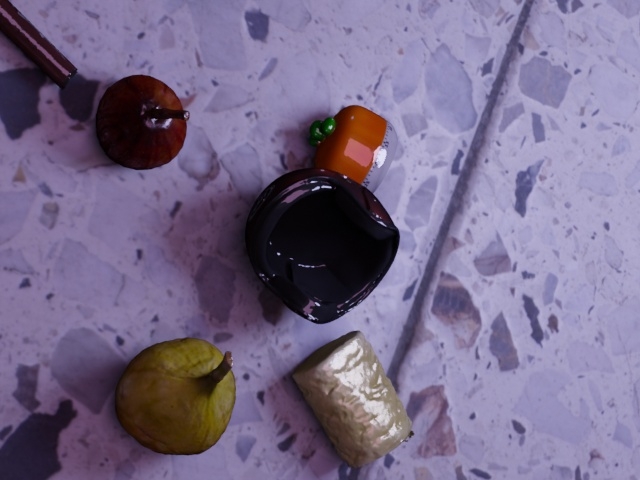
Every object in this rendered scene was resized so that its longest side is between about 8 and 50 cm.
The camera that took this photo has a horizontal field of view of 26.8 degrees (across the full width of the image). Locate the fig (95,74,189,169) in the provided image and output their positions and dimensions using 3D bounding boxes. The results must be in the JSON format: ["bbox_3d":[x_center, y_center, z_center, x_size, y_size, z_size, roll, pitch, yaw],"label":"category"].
[{"bbox_3d":[-0.231,-0.147,1.775,0.128,0.150,0.128,-15,128,-20],"label":"fig"}]

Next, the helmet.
[{"bbox_3d":[0.000,0.000,1.827,0.216,0.193,0.189,30,103,-27],"label":"helmet"}]

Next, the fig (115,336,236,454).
[{"bbox_3d":[-0.161,0.184,1.712,0.159,0.257,0.159,10,66,-23],"label":"fig"}]

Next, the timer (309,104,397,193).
[{"bbox_3d":[0.038,-0.131,1.914,0.136,0.099,0.136,6,71,-19],"label":"timer"}]

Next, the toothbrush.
[{"bbox_3d":[-0.453,-0.335,1.732,0.364,0.041,0.041,45,70,-13],"label":"toothbrush"}]

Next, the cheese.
[{"bbox_3d":[0.048,0.223,1.886,0.123,0.094,0.167,-32,99,-22],"label":"cheese"}]
